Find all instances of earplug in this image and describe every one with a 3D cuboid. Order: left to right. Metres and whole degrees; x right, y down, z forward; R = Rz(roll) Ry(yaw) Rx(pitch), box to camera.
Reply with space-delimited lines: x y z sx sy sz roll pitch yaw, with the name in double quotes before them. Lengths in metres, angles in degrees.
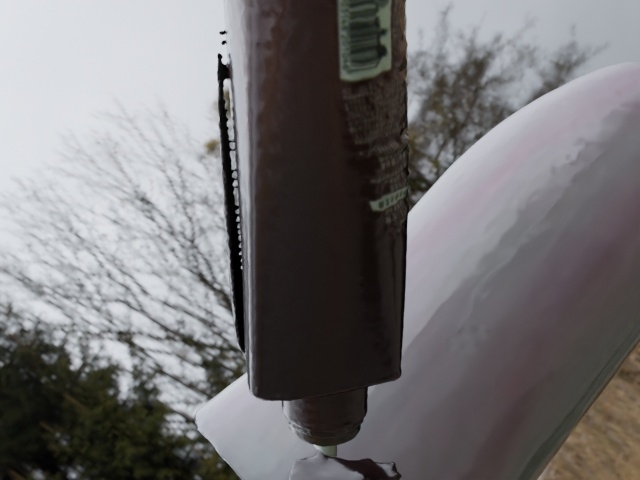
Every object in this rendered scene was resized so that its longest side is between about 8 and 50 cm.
"earplug" 0.095 0.030 0.546 0.301 0.172 0.172 -51 -21 -4

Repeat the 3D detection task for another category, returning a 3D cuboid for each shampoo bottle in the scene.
"shampoo bottle" 0.001 -0.001 0.372 0.068 0.067 0.236 -8 -65 -16
